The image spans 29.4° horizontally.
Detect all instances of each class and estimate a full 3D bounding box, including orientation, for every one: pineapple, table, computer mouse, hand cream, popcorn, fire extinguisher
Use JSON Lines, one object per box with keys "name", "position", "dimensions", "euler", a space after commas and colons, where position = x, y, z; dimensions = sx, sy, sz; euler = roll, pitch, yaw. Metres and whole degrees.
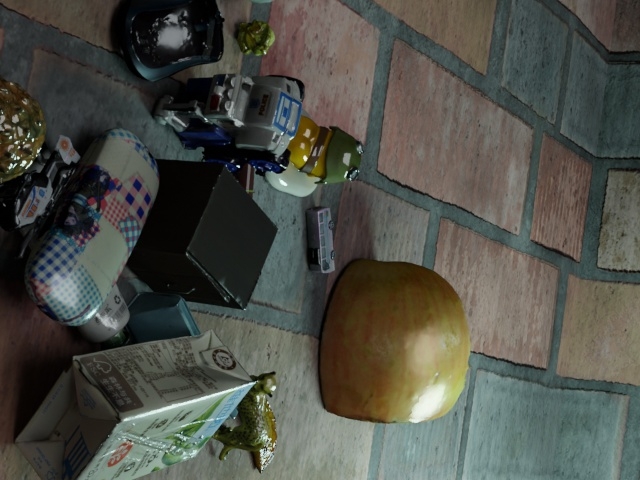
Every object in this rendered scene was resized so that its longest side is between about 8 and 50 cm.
{"name": "pineapple", "position": [-0.480, -0.162, 1.487], "dimensions": [0.310, 0.141, 0.170], "euler": [24, 37, -53]}
{"name": "table", "position": [-0.203, -0.003, 1.929], "dimensions": [0.193, 0.169, 0.172], "euler": [52, 52, -49]}
{"name": "computer mouse", "position": [-0.220, -0.333, 1.922], "dimensions": [0.233, 0.096, 0.137], "euler": [-35, 123, -49]}
{"name": "hand cream", "position": [-0.366, 0.025, 1.784], "dimensions": [0.121, 0.076, 0.336], "euler": [-55, 131, -46]}
{"name": "popcorn", "position": [-0.108, -0.353, 2.120], "dimensions": [0.068, 0.083, 0.060], "euler": [-8, 119, -24]}
{"name": "fire extinguisher", "position": [-0.133, -0.110, 2.146], "dimensions": [0.056, 0.039, 0.132], "euler": [-140, -126, -89]}

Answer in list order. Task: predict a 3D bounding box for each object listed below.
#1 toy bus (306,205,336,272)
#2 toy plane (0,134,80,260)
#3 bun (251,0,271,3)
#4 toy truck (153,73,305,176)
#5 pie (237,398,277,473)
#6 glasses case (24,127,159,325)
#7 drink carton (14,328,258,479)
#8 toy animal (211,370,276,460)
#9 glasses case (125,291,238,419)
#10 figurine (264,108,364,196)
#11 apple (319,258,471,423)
{"name": "toy bus", "position": [0.000, 0.000, 2.375], "dimensions": [0.052, 0.037, 0.131], "euler": [-20, 110, -53]}
{"name": "toy plane", "position": [-0.395, -0.072, 1.691], "dimensions": [0.078, 0.053, 0.197], "euler": [56, 44, -40]}
{"name": "bun", "position": [-0.100, -0.558, 1.990], "dimensions": [0.354, 0.194, 0.355], "euler": [-7, 98, -58]}
{"name": "toy truck", "position": [-0.141, -0.206, 1.961], "dimensions": [0.177, 0.213, 0.161], "euler": [30, 68, -51]}
{"name": "pie", "position": [-0.111, 0.333, 2.253], "dimensions": [0.088, 0.033, 0.191], "euler": [-56, 139, -46]}
{"name": "glasses case", "position": [-0.321, -0.024, 1.750], "dimensions": [0.125, 0.076, 0.327], "euler": [48, 45, -32]}
{"name": "drink carton", "position": [-0.273, 0.254, 1.819], "dimensions": [0.194, 0.132, 0.324], "euler": [-51, 157, 25]}
{"name": "toy animal", "position": [-0.127, 0.305, 2.123], "dimensions": [0.073, 0.136, 0.181], "euler": [-19, 111, -56]}
{"name": "glasses case", "position": [-0.227, 0.194, 2.005], "dimensions": [0.056, 0.105, 0.266], "euler": [-88, 161, -52]}
{"name": "figurine", "position": [-0.015, -0.171, 2.232], "dimensions": [0.250, 0.141, 0.167], "euler": [41, 62, -52]}
{"name": "apple", "position": [0.145, 0.203, 2.508], "dimensions": [0.252, 0.314, 0.309], "euler": [-132, -134, -74]}
